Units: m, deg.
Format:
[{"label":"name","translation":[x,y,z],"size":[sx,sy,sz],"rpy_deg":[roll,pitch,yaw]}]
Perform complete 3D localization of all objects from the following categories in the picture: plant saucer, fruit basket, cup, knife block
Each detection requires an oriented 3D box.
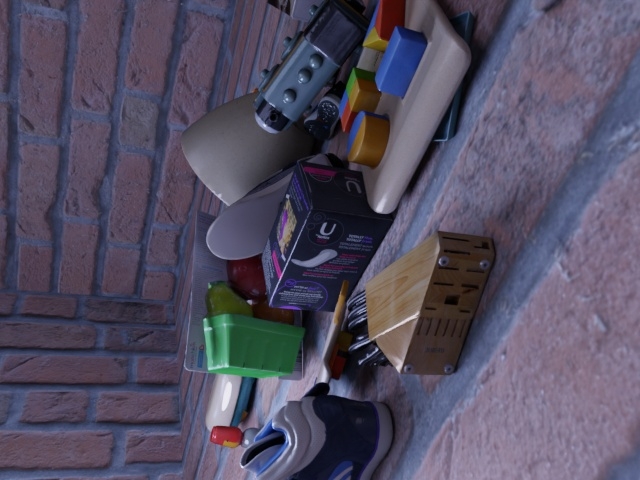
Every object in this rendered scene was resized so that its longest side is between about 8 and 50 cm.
[{"label":"plant saucer","translation":[0.200,-0.248,0.842],"size":[0.067,0.018,0.192],"rpy_deg":[-157,76,-68]},{"label":"fruit basket","translation":[-0.171,0.138,1.266],"size":[0.165,0.326,0.354],"rpy_deg":[-26,59,37]},{"label":"cup","translation":[-0.153,-0.246,1.405],"size":[0.237,0.331,0.331],"rpy_deg":[-43,38,20]},{"label":"knife block","translation":[0.125,0.083,0.832],"size":[0.242,0.088,0.276],"rpy_deg":[-130,50,-61]}]

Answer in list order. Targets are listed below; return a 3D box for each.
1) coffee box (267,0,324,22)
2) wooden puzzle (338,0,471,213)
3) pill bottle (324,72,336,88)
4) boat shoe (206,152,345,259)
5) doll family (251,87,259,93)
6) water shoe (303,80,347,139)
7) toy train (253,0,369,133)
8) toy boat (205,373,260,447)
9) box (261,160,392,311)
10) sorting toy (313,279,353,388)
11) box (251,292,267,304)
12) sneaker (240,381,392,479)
[{"label":"coffee box","translation":[-0.041,-0.682,1.446],"size":[0.297,0.118,0.168],"rpy_deg":[-121,42,-57]},{"label":"wooden puzzle","translation":[0.111,-0.273,0.960],"size":[0.348,0.080,0.322],"rpy_deg":[-102,27,-45]},{"label":"pill bottle","translation":[0.011,-0.432,1.311],"size":[0.067,0.066,0.120],"rpy_deg":[-129,49,-61]},{"label":"boat shoe","translation":[-0.106,-0.079,1.233],"size":[0.127,0.340,0.158],"rpy_deg":[61,172,-15]},{"label":"doll family","translation":[-0.196,-0.396,1.756],"size":[0.263,0.118,0.163],"rpy_deg":[-112,36,-51]},{"label":"water shoe","translation":[0.023,-0.297,1.266],"size":[0.080,0.072,0.203],"rpy_deg":[-55,9,-17]},{"label":"toy train","translation":[-0.026,-0.373,1.157],"size":[0.334,0.142,0.190],"rpy_deg":[-47,16,22]},{"label":"toy boat","translation":[-0.253,0.510,1.628],"size":[0.318,0.148,0.268],"rpy_deg":[-121,47,-69]},{"label":"box","translation":[0.000,0.000,1.071],"size":[0.144,0.165,0.271],"rpy_deg":[-105,31,-43]},{"label":"sorting toy","translation":[0.023,0.239,1.040],"size":[0.196,0.047,0.348],"rpy_deg":[-71,-5,-56]},{"label":"box","translation":[-0.151,0.235,1.534],"size":[0.183,0.056,0.231],"rpy_deg":[-178,95,-68]},{"label":"sneaker","translation":[-0.034,0.389,0.941],"size":[0.130,0.236,0.323],"rpy_deg":[-112,36,-51]}]
